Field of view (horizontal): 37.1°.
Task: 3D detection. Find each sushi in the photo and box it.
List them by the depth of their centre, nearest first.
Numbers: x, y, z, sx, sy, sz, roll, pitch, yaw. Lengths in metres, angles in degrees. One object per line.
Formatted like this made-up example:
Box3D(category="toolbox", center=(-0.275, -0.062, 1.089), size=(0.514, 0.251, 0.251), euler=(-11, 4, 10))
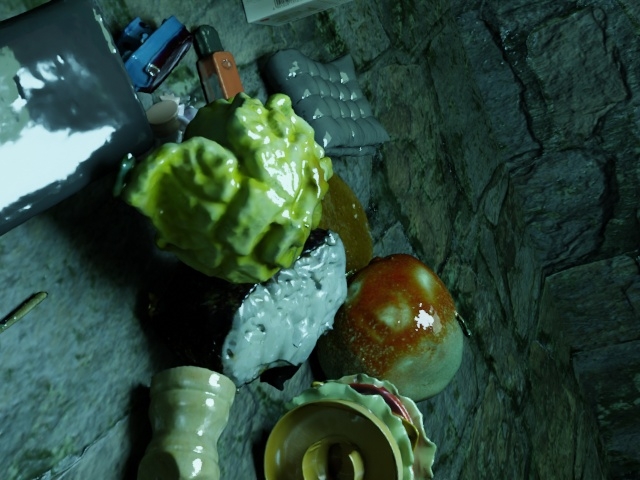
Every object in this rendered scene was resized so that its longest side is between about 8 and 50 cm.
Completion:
Box3D(category="sushi", center=(-0.108, 0.103, 1.508), size=(0.349, 0.208, 0.234), euler=(-29, 131, -51))

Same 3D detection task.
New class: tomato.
Box3D(category="tomato", center=(0.148, 0.182, 1.833), size=(0.239, 0.303, 0.303), euler=(39, 7, 32))

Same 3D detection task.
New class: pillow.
Box3D(category="pillow", center=(0.015, -0.284, 1.998), size=(0.228, 0.101, 0.326), euler=(62, 28, 8))

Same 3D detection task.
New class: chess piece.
Box3D(category="chess piece", center=(-0.197, 0.330, 1.301), size=(0.137, 0.137, 0.300), euler=(45, 43, -47))

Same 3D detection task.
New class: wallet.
Box3D(category="wallet", center=(-0.382, -0.130, 1.115), size=(0.406, 0.062, 0.228), euler=(-39, 114, -44))

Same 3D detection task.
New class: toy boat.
Box3D(category="toy boat", center=(-0.272, -0.304, 1.507), size=(0.097, 0.100, 0.223), euler=(31, 33, -7))

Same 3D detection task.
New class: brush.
Box3D(category="brush", center=(-0.160, -0.232, 1.719), size=(0.070, 0.051, 0.323), euler=(-25, 100, -66))

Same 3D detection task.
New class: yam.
Box3D(category="yam", center=(-0.374, 0.090, 1.186), size=(0.014, 0.014, 0.107), euler=(68, 28, -17))

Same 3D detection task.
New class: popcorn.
Box3D(category="popcorn", center=(-0.107, -0.079, 1.315), size=(0.293, 0.237, 0.292), euler=(18, 90, -80))

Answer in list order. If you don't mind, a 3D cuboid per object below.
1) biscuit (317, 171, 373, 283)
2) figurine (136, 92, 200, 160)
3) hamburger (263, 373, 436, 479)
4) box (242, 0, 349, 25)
Box3D(category="biscuit", center=(-0.001, 0.000, 1.911), size=(0.367, 0.063, 0.314), euler=(36, 51, -51))
Box3D(category="figurine", center=(-0.203, -0.150, 1.507), size=(0.276, 0.200, 0.133), euler=(6, 113, -61))
Box3D(category="hamburger", center=(0.055, 0.361, 1.614), size=(0.212, 0.275, 0.274), euler=(-7, 84, -65))
Box3D(category="box", center=(-0.039, -0.489, 1.915), size=(0.141, 0.201, 0.058), euler=(-19, 95, -62))
